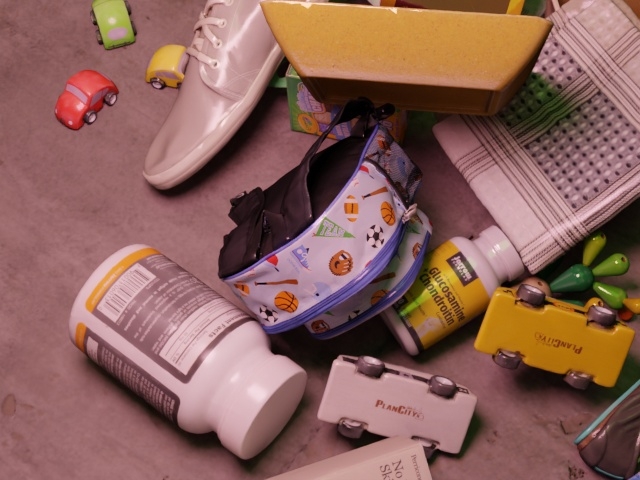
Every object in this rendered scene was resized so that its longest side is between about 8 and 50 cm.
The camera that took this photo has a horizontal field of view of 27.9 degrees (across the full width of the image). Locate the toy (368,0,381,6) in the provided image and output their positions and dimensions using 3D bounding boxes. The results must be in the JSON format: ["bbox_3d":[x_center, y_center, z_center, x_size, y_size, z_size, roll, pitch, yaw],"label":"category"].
[{"bbox_3d":[0.103,-0.417,1.969,0.137,0.056,0.237,-44,82,-11],"label":"toy"}]

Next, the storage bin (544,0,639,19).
[{"bbox_3d":[0.469,-0.258,1.832,0.260,0.123,0.262,-8,59,-2],"label":"storage bin"}]

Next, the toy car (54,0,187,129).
[{"bbox_3d":[-0.299,-0.290,1.915,0.239,0.053,0.225,-17,60,-8],"label":"toy car"}]

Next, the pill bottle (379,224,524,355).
[{"bbox_3d":[0.164,0.059,1.648,0.184,0.103,0.103,-33,63,-4],"label":"pill bottle"}]

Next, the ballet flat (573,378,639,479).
[{"bbox_3d":[0.430,0.186,1.596,0.096,0.095,0.280,40,78,12],"label":"ballet flat"}]

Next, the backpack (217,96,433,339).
[{"bbox_3d":[0.000,0.000,1.575,0.213,0.276,0.263,49,30,-7],"label":"backpack"}]

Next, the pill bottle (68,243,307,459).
[{"bbox_3d":[-0.163,0.138,1.595,0.278,0.162,0.162,34,66,19],"label":"pill bottle"}]

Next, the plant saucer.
[{"bbox_3d":[0.105,-0.214,1.583,0.332,0.333,0.081,5,88,5],"label":"plant saucer"}]

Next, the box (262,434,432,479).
[{"bbox_3d":[-0.005,0.321,1.486,0.275,0.094,0.113,-18,91,-14],"label":"box"}]

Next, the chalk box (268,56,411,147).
[{"bbox_3d":[0.027,-0.231,1.825,0.213,0.132,0.132,13,60,9],"label":"chalk box"}]

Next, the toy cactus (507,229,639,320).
[{"bbox_3d":[0.315,0.058,1.679,0.180,0.112,0.219,-22,62,11],"label":"toy cactus"}]

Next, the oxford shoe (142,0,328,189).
[{"bbox_3d":[-0.125,-0.274,1.786,0.449,0.130,0.169,-56,32,-2],"label":"oxford shoe"}]

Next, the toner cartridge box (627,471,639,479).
[{"bbox_3d":[0.276,0.425,1.460,0.347,0.075,0.165,-30,64,-15],"label":"toner cartridge box"}]

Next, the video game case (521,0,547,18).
[{"bbox_3d":[0.288,-0.432,2.000,0.212,0.023,0.193,33,66,20],"label":"video game case"}]

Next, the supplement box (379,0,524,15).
[{"bbox_3d":[0.202,-0.381,1.869,0.194,0.129,0.191,18,76,2],"label":"supplement box"}]

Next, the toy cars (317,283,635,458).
[{"bbox_3d":[0.186,0.153,1.588,0.393,0.176,0.087,-23,17,3],"label":"toy cars"}]

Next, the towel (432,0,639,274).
[{"bbox_3d":[0.322,-0.162,1.696,0.312,0.056,0.324,-38,51,13],"label":"towel"}]
